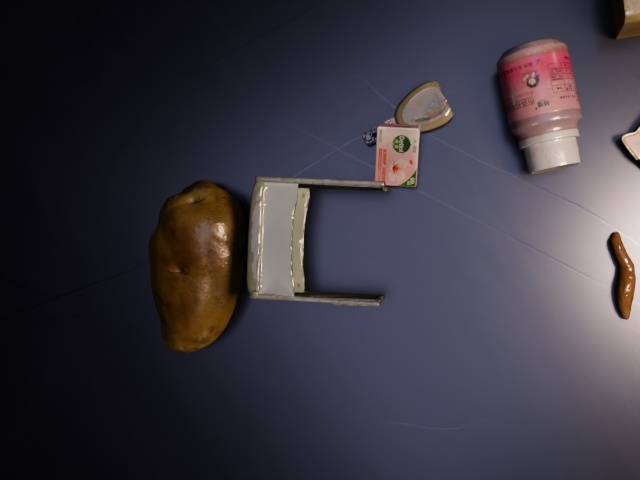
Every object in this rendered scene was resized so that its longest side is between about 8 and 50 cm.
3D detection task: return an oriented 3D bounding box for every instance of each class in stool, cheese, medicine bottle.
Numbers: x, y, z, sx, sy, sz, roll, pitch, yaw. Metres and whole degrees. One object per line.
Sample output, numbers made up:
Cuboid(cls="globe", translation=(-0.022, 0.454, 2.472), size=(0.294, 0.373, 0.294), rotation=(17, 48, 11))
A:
Cuboid(cls="stool", translation=(0.000, 0.000, 1.553), size=(0.270, 0.170, 0.243), rotation=(3, 91, 8))
Cuboid(cls="cheese", translation=(0.177, -0.254, 1.594), size=(0.192, 0.037, 0.097), rotation=(-28, 85, 8))
Cuboid(cls="medicine bottle", translation=(0.437, -0.261, 1.501), size=(0.147, 0.147, 0.247), rotation=(-11, 87, 8))

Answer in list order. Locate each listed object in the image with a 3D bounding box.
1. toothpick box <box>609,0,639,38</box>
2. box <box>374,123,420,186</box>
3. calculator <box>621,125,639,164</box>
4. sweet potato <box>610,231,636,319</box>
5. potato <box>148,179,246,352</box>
Cuboid(cls="toothpick box", translation=(0.720, -0.495, 1.447), size=(0.308, 0.190, 0.187), rotation=(-7, 89, 14))
Cuboid(cls="box", translation=(0.159, -0.176, 1.575), size=(0.089, 0.043, 0.125), rotation=(3, 109, 9))
Cuboid(cls="calculator", translation=(0.725, -0.174, 1.514), size=(0.236, 0.033, 0.157), rotation=(40, 95, 4))
Cuboid(cls="sweet potato", translation=(0.610, 0.071, 1.527), size=(0.044, 0.044, 0.179), rotation=(-5, 90, 9))
Cuboid(cls="potato", translation=(-0.262, 0.056, 1.603), size=(0.196, 0.176, 0.369), rotation=(4, 95, -18))
